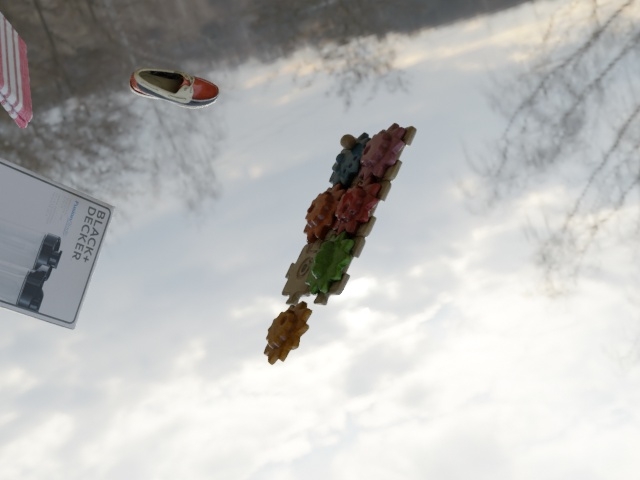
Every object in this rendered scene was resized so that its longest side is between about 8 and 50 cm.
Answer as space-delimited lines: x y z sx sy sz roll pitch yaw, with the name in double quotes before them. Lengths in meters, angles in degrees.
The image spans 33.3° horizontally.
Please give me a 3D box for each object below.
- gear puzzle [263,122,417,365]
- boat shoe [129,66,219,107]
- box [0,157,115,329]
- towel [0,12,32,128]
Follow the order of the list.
"gear puzzle" 0.000 0.000 1.346 0.175 0.044 0.339 -8 -126 62
"boat shoe" -0.210 -0.227 1.570 0.137 0.049 0.043 7 161 -22
"box" -0.398 -0.016 1.258 0.087 0.169 0.290 8 166 43
"towel" -0.373 -0.226 1.142 0.029 0.197 0.144 -26 -133 7
